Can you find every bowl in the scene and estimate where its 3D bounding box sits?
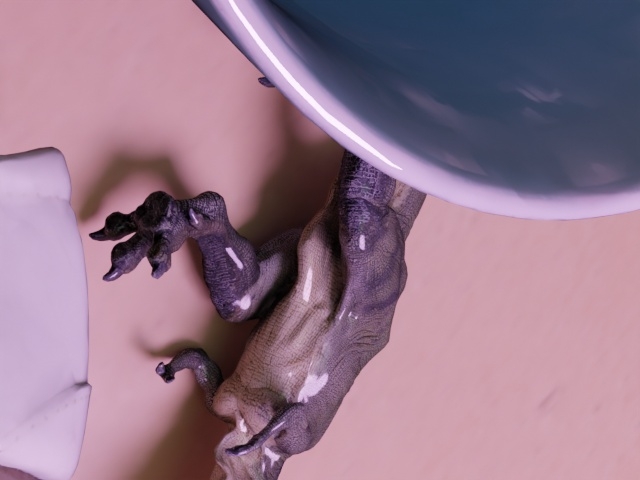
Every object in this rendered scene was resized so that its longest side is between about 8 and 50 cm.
[{"bbox_3d":[0.036,-0.172,0.458,0.311,0.163,0.311,-11,108,-34],"label":"bowl"}]

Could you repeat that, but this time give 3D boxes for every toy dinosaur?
[{"bbox_3d":[0.000,0.000,0.551,0.268,0.064,0.118,-57,137,-12],"label":"toy dinosaur"}]

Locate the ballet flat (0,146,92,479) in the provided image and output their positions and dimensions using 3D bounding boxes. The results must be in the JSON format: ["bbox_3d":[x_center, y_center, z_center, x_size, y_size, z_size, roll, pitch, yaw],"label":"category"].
[{"bbox_3d":[-0.210,-0.032,0.349,0.400,0.139,0.139,25,87,-44],"label":"ballet flat"}]
